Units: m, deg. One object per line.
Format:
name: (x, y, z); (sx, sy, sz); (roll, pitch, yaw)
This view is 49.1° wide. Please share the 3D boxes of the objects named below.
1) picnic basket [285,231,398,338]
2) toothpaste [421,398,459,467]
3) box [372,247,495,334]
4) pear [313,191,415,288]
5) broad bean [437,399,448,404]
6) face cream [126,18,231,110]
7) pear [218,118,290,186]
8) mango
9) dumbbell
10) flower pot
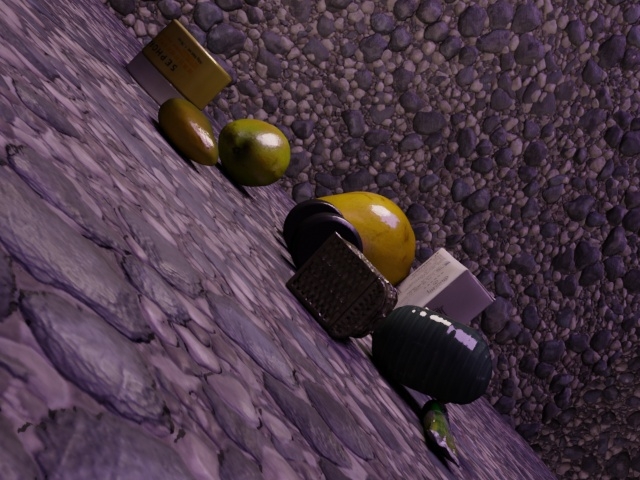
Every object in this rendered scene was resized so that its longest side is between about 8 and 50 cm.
picnic basket: (0.053, 0.095, 1.262); (0.154, 0.134, 0.196); (44, 2, 15)
toothpaste: (0.207, 0.327, 1.228); (0.078, 0.047, 0.248); (51, 5, 3)
box: (0.255, 0.165, 1.702); (0.116, 0.274, 0.203); (48, 3, -14)
pear: (0.081, 0.008, 1.820); (0.285, 0.336, 0.285); (-179, -90, -88)
broad bean: (0.263, 0.332, 1.782); (0.256, 0.052, 0.052); (-127, -149, -57)
face cream: (-0.371, -0.443, 1.852); (0.218, 0.179, 0.218); (46, 3, -4)
pear: (-0.176, -0.228, 1.809); (0.187, 0.187, 0.219); (48, 5, 19)
mango: (-0.269, -0.228, 1.425); (0.122, 0.085, 0.191); (48, 1, -39)
dumbbell: (0.000, 0.000, 1.553); (0.152, 0.152, 0.218); (46, 3, -16)
flower pot: (0.216, 0.221, 1.365); (0.243, 0.157, 0.189); (21, -5, 23)
